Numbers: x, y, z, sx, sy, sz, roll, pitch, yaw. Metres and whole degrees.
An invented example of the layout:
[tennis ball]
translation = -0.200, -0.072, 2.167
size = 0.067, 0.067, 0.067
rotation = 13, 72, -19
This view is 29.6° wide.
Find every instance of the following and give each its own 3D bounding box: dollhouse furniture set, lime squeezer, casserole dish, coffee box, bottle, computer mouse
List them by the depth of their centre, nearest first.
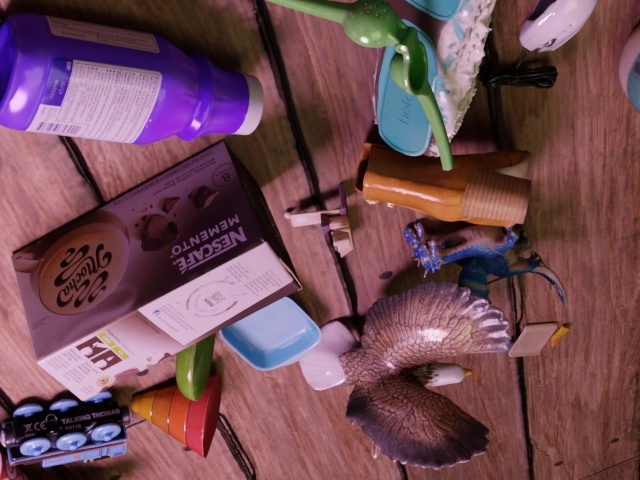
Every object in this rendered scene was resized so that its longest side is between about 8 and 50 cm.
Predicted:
[bottle]
translation = -0.195, -0.157, 1.246
size = 0.282, 0.092, 0.118
rotation = 4, 136, -33
[lime squeezer]
translation = 0.060, -0.184, 1.253
size = 0.310, 0.059, 0.110
rotation = 39, 127, -20
[coffee box]
translation = -0.194, 0.037, 1.425
size = 0.297, 0.168, 0.119
rotation = -27, 144, 5
[computer mouse]
translation = 0.274, -0.249, 1.433
size = 0.106, 0.042, 0.193
rotation = 2, 137, -29
[dollhouse furniture set]
translation = 0.000, 0.000, 1.571
size = 0.081, 0.091, 0.114
rotation = -8, 146, 4
[casserole dish]
translation = -0.073, 0.120, 1.705
size = 0.114, 0.037, 0.188
rotation = -30, 142, 8

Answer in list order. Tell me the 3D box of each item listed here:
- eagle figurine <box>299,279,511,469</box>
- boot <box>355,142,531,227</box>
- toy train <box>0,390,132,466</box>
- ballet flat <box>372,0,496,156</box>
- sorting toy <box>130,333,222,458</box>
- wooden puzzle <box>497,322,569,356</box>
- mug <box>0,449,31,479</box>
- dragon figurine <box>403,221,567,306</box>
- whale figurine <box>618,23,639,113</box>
[eagle figurine]
translation = 0.128, 0.187, 1.713
size = 0.225, 0.226, 0.298
rotation = -32, -177, -17
[boot]
translation = 0.153, -0.081, 1.522
size = 0.211, 0.295, 0.104
rotation = 13, 99, 6
[toy train]
translation = -0.357, 0.272, 1.705
size = 0.184, 0.080, 0.105
rotation = -10, 147, -19
[ballet flat]
translation = 0.133, -0.263, 1.296
size = 0.147, 0.147, 0.409
rotation = -13, 145, -15
[sorting toy]
translation = -0.213, 0.162, 1.654
size = 0.126, 0.127, 0.366
rotation = 8, 139, 7
[wooden puzzle]
translation = 0.353, 0.164, 2.016
size = 0.116, 0.014, 0.079
rotation = 3, 131, -32
[mug]
translation = -0.484, 0.348, 1.729
size = 0.113, 0.150, 0.169
rotation = -56, 153, -18
[dragon figurine]
translation = 0.233, 0.033, 1.722
size = 0.144, 0.085, 0.289
rotation = -35, 138, 18
[whale figurine]
translation = 0.491, -0.245, 1.476
size = 0.216, 0.141, 0.272
rotation = 5, 134, -33
